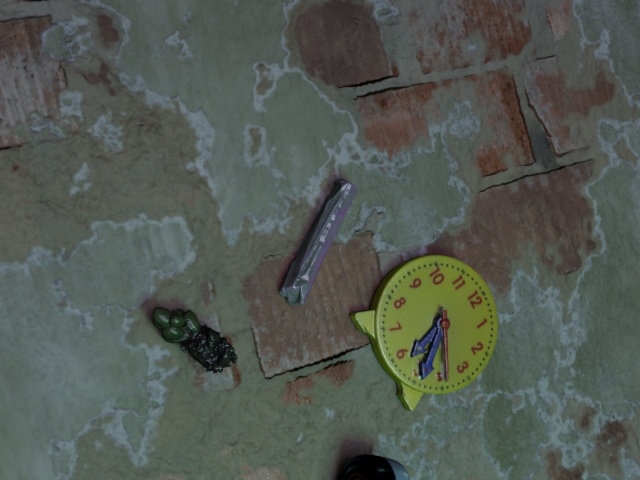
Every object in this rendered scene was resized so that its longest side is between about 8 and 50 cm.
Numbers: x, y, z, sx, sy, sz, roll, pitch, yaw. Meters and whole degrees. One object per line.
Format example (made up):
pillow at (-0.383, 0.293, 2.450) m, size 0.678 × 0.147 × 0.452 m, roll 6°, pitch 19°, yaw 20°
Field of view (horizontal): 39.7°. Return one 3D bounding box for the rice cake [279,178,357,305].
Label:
rice cake at (-0.001, 0.000, 1.689) m, size 0.049 × 0.055 × 0.270 m, roll 33°, pitch 72°, yaw -22°

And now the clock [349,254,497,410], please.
clock at (0.230, 0.169, 1.761) m, size 0.293 × 0.071 × 0.277 m, roll -40°, pitch 101°, yaw -21°

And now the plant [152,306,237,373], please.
plant at (-0.225, 0.171, 1.571) m, size 0.174 × 0.085 × 0.087 m, roll 35°, pitch 49°, yaw -11°

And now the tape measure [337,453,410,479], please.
tape measure at (0.097, 0.486, 1.618) m, size 0.107 × 0.182 × 0.181 m, roll 17°, pitch 90°, yaw -24°
